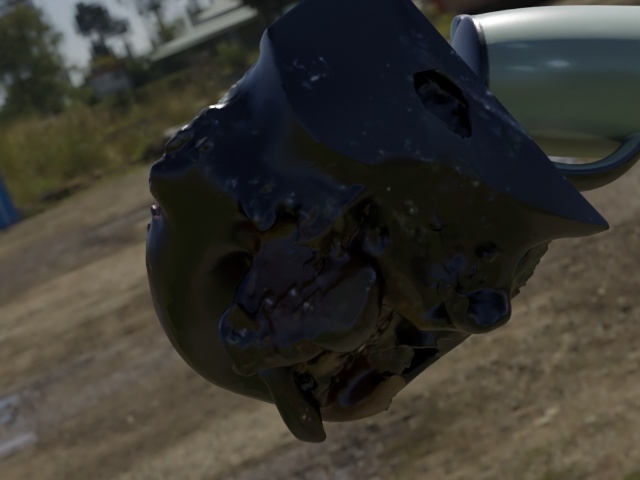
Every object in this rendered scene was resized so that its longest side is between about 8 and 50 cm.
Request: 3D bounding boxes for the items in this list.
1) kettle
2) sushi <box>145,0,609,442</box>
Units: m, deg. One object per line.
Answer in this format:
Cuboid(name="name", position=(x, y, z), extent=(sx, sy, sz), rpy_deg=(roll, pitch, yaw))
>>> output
Cuboid(name="kettle", position=(0.254, -0.143, 1.663), extent=(0.237, 0.221, 0.161), rpy_deg=(1, -34, -11))
Cuboid(name="sushi", position=(0.000, 0.000, 0.982), extent=(0.212, 0.215, 0.227), rpy_deg=(-39, -2, -25))
